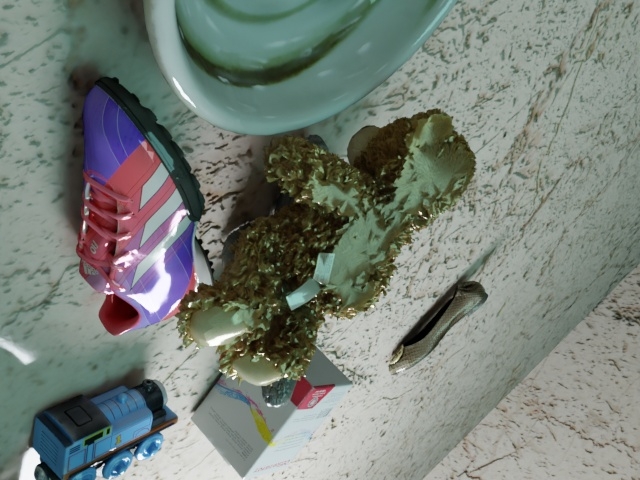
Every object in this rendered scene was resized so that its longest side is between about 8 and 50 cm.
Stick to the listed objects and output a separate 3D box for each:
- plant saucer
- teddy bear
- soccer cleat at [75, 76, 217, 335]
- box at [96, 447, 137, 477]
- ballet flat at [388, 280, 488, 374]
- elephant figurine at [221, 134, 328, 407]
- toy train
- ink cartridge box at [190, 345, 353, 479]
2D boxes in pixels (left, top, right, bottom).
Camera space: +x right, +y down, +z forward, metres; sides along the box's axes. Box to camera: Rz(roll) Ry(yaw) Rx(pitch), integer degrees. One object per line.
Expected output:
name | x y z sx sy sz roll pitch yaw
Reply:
plant saucer | 0.007 -0.273 0.705 0.400 0.100 0.400 -37 154 -22
teddy bear | 0.000 0.000 0.877 0.245 0.113 0.338 27 98 -41
soccer cleat | -0.172 -0.012 0.802 0.116 0.108 0.318 -34 154 -18
box | -0.273 0.278 1.158 0.067 0.018 0.083 -47 155 -1
ballet flat | 0.222 0.168 1.748 0.250 0.058 0.084 -42 -170 0
elephant figurine | -0.029 0.042 1.021 0.239 0.186 0.169 -48 179 -18
toy train | -0.252 0.225 1.051 0.184 0.080 0.105 -20 138 -44
ink cartridge box | -0.071 0.232 1.282 0.176 0.127 0.128 -54 155 13
